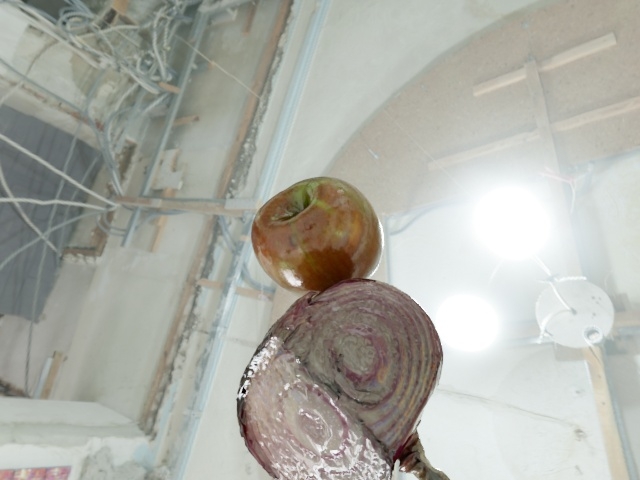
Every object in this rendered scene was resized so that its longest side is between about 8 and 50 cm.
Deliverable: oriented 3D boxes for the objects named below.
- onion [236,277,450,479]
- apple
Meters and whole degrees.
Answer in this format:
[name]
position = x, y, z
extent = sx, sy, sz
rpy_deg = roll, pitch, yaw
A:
[onion]
position = 0.034, 0.180, 0.611
extent = 0.256, 0.230, 0.272
rpy_deg = -26, -80, 38
[apple]
position = 0.000, 0.000, 0.730
extent = 0.196, 0.196, 0.195
rpy_deg = -15, -116, 32
